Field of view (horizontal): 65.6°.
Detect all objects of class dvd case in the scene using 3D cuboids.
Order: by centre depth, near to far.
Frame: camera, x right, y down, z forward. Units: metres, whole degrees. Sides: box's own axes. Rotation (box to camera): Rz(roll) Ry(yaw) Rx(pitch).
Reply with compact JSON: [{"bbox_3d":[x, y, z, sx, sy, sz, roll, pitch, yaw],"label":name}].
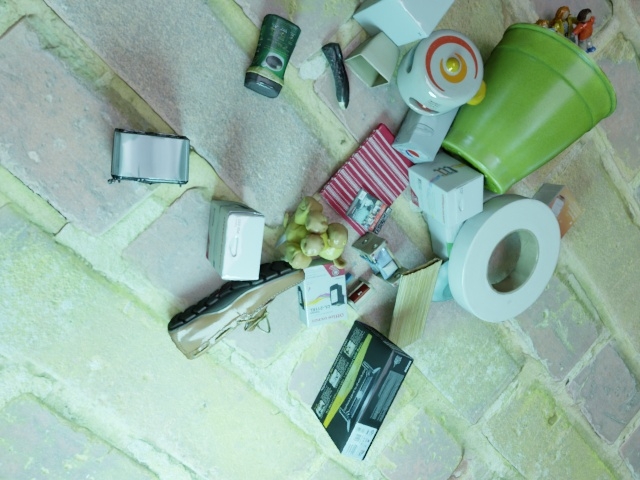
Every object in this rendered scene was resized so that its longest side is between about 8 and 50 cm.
[{"bbox_3d":[0.139,-0.081,1.415,0.119,0.013,0.087,29,92,-27],"label":"dvd case"}]

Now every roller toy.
[{"bbox_3d":[0.305,-0.420,1.257,0.191,0.146,0.210,-24,96,-14],"label":"roller toy"}]

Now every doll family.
[{"bbox_3d":[0.705,-0.605,1.505,0.262,0.118,0.163,-37,129,-6],"label":"doll family"}]

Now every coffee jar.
[{"bbox_3d":[-0.121,-0.451,1.229,0.096,0.079,0.185,18,93,-26],"label":"coffee jar"}]

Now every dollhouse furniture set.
[{"bbox_3d":[0.129,0.093,1.411,0.183,0.129,0.129,-43,112,-8],"label":"dollhouse furniture set"}]

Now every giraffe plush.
[{"bbox_3d":[0.000,0.000,1.319,0.170,0.210,0.182,14,71,-28],"label":"giraffe plush"}]

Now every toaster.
[{"bbox_3d":[-0.387,-0.188,1.127,0.167,0.185,0.110,2,105,-21],"label":"toaster"}]

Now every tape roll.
[{"bbox_3d":[0.555,0.057,1.491,0.391,0.072,0.393,-10,112,-24],"label":"tape roll"}]

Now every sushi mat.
[{"bbox_3d":[0.272,0.201,1.475,0.151,0.019,0.317,-18,131,-30],"label":"sushi mat"}]

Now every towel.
[{"bbox_3d":[0.145,-0.172,1.417,0.275,0.031,0.199,-48,115,-4],"label":"towel"}]

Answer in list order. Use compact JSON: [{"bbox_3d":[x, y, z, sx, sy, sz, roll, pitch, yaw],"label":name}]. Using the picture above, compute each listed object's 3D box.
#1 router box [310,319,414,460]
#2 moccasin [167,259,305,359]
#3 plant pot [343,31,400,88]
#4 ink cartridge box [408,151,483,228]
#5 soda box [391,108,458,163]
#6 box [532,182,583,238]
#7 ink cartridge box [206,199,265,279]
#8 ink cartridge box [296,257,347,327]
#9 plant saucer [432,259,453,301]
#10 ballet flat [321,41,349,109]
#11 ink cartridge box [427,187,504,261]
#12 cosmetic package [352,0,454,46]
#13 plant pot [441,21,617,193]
[{"bbox_3d":[0.109,0.412,1.409,0.080,0.243,0.309,26,92,-23],"label":"router box"},{"bbox_3d":[-0.203,0.182,1.297,0.379,0.139,0.147,-34,112,-11],"label":"moccasin"},{"bbox_3d":[0.144,-0.482,1.311,0.109,0.109,0.096,36,84,-23],"label":"plant pot"},{"bbox_3d":[0.354,-0.144,1.405,0.127,0.176,0.128,-26,130,-14],"label":"ink cartridge box"},{"bbox_3d":[0.315,-0.363,1.389,0.098,0.091,0.287,31,81,-24],"label":"soda box"},{"bbox_3d":[0.751,-0.081,1.634,0.130,0.091,0.170,43,84,-23],"label":"box"},{"bbox_3d":[-0.212,-0.007,1.211,0.092,0.218,0.159,4,100,-22],"label":"ink cartridge box"},{"bbox_3d":[0.004,0.144,1.404,0.127,0.072,0.175,-10,104,-19],"label":"ink cartridge box"},{"bbox_3d":[0.406,0.129,1.526,0.194,0.037,0.195,-21,138,-20],"label":"plant saucer"},{"bbox_3d":[0.044,-0.435,1.322,0.049,0.057,0.173,-7,106,22],"label":"ballet flat"},{"bbox_3d":[0.445,-0.055,1.505,0.219,0.092,0.161,-26,124,-15],"label":"ink cartridge box"},{"bbox_3d":[0.233,-0.624,1.250,0.138,0.224,0.225,37,86,-24],"label":"cosmetic package"},{"bbox_3d":[0.534,-0.333,1.387,0.366,0.366,0.353,39,98,-23],"label":"plant pot"}]
